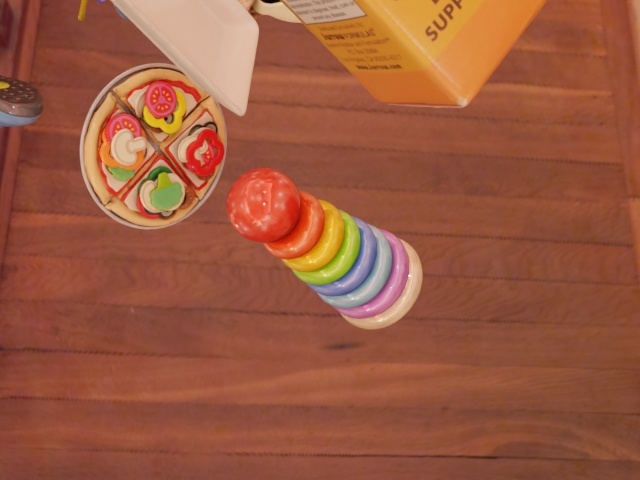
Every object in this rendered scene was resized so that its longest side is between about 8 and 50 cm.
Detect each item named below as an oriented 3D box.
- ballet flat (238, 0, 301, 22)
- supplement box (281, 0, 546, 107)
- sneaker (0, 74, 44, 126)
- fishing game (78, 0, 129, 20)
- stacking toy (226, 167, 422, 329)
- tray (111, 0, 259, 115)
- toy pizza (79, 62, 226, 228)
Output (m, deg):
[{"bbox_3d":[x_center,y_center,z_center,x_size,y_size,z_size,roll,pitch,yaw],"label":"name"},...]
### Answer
[{"bbox_3d":[0.026,-0.316,1.010,0.316,0.107,0.106,-17,72,-16],"label":"ballet flat"},{"bbox_3d":[-0.012,-0.156,0.332,0.233,0.080,0.078,40,83,-24],"label":"supplement box"},{"bbox_3d":[-0.377,-0.143,0.933,0.209,0.082,0.069,19,21,33],"label":"sneaker"},{"bbox_3d":[-0.182,-0.347,1.047,0.264,0.189,0.041,-28,73,-32],"label":"fishing game"},{"bbox_3d":[0.000,0.000,1.094,0.141,0.330,0.141,-17,57,29],"label":"stacking toy"},{"bbox_3d":[-0.152,-0.229,0.703,0.270,0.030,0.145,44,35,-34],"label":"tray"},{"bbox_3d":[-0.191,-0.109,1.010,0.032,0.201,0.201,20,59,46],"label":"toy pizza"}]
